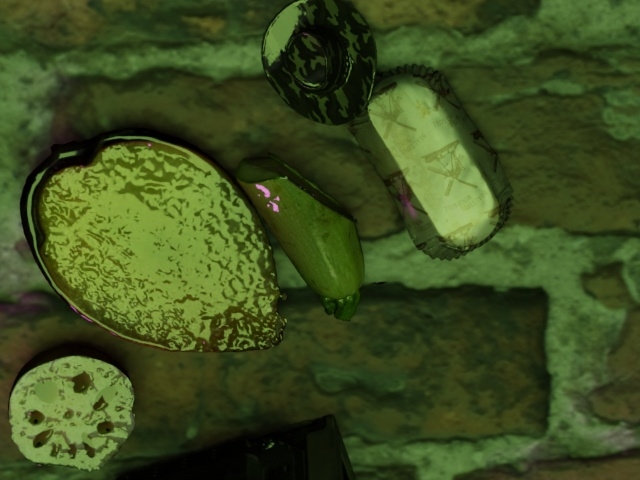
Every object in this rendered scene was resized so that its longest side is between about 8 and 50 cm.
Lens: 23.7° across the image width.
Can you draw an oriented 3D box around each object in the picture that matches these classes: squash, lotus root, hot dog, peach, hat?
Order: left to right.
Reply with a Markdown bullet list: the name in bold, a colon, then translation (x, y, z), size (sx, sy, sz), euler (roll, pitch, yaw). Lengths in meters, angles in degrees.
- **lotus root**: translation (-0.236, 0.153, 1.467), size (0.122, 0.081, 0.112), euler (11, 107, -6)
- **peach**: translation (-0.147, 0.005, 1.427), size (0.279, 0.068, 0.189), euler (41, 95, -13)
- **hat**: translation (-0.004, -0.160, 1.373), size (0.121, 0.050, 0.121), euler (3, 101, 19)
- **squash**: translation (0.001, -0.003, 1.429), size (0.075, 0.090, 0.200), euler (-44, 123, -20)
- **hot dog**: translation (0.104, -0.073, 1.413), size (0.108, 0.059, 0.191), euler (-31, 102, 0)

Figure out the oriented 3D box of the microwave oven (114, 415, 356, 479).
- **microwave oven**: translation (-0.075, 0.339, 1.393), size (0.286, 0.355, 0.218), euler (-16, 109, 4)
